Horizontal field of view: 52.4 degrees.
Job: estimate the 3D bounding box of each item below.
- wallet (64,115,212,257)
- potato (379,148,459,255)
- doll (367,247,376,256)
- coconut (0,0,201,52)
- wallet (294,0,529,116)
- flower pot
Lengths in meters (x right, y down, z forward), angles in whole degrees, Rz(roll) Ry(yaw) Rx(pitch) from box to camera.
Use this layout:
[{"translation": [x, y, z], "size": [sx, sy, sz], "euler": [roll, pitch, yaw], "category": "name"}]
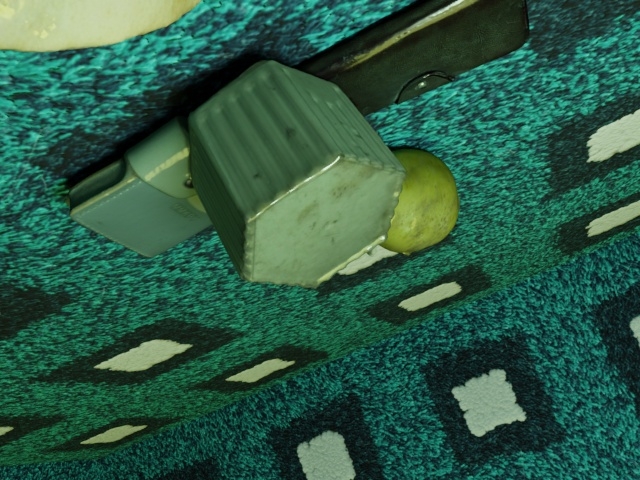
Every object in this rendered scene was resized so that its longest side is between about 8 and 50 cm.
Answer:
[{"translation": [-0.170, -0.094, 0.948], "size": [0.360, 0.083, 0.252], "euler": [-29, 158, 10], "category": "wallet"}, {"translation": [0.149, -0.070, 1.167], "size": [0.228, 0.197, 0.148], "euler": [-18, -158, -34], "category": "potato"}, {"translation": [0.000, 0.000, 1.264], "size": [0.293, 0.119, 0.138], "euler": [-16, 124, -6], "category": "doll"}, {"translation": [-0.172, -0.233, 0.342], "size": [0.328, 0.329, 0.329], "euler": [-17, 158, -7], "category": "coconut"}, {"translation": [0.123, -0.247, 0.879], "size": [0.318, 0.045, 0.172], "euler": [-23, 156, 13], "category": "wallet"}, {"translation": [-0.035, -0.076, 0.813], "size": [0.239, 0.189, 0.209], "euler": [7, 130, -47], "category": "flower pot"}]
